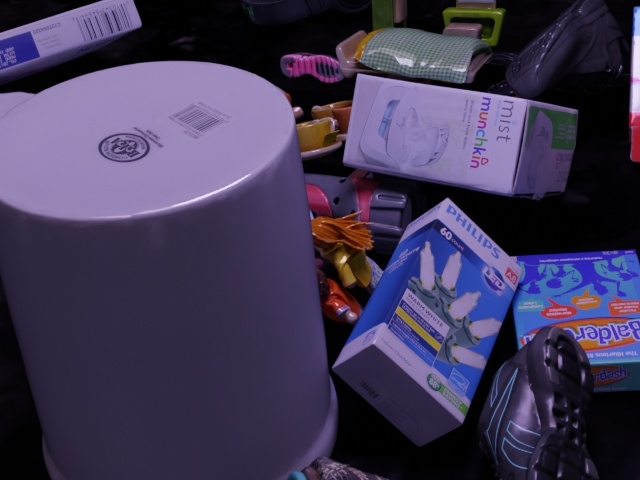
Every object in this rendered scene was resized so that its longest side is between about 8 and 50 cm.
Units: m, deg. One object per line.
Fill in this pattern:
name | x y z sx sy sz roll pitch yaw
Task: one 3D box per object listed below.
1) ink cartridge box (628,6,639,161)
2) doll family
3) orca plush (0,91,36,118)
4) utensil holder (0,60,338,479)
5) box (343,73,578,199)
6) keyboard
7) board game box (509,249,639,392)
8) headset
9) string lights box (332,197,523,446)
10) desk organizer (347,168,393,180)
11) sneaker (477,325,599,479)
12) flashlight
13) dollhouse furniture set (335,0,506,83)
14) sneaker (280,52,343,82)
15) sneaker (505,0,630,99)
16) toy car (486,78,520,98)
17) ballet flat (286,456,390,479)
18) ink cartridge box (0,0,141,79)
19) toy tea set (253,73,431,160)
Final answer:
ink cartridge box | 0.510 -0.213 1.749 0.134 0.078 0.231 3 79 12
doll family | 0.000 0.000 1.470 0.118 0.163 0.263 -47 40 1
orca plush | -0.531 -0.129 1.872 0.151 0.102 0.287 39 46 -14
utensil holder | -0.159 0.056 1.249 0.328 0.385 0.327 -5 35 3
box | 0.191 -0.133 1.613 0.231 0.126 0.262 11 7 25
keyboard | 0.321 -0.279 1.934 0.317 0.033 0.201 16 14 30
board game box | 0.303 0.092 1.423 0.160 0.047 0.210 -4 35 4
headset | 0.045 -0.485 2.268 0.394 0.185 0.243 -23 31 1
string lights box | 0.125 0.086 1.363 0.077 0.133 0.259 -37 15 43
desk organizer | 0.064 -0.098 1.738 0.050 0.047 0.130 13 38 30
sneaker | 0.216 0.215 1.234 0.106 0.101 0.267 -32 32 38
flashlight | -0.015 -0.044 1.636 0.304 0.103 0.103 6 8 23
dollhouse furniture set | 0.152 -0.335 1.775 0.198 0.151 0.301 5 21 17
sneaker | -0.005 -0.295 2.045 0.119 0.047 0.057 13 27 24
sneaker | 0.367 -0.260 1.742 0.286 0.130 0.109 -41 3 -43
toy car | 0.301 -0.199 1.876 0.040 0.060 0.122 23 34 -41
ballet flat | 0.058 0.366 0.987 0.182 0.164 0.482 12 32 -9
ink cartridge box | -0.507 -0.305 2.054 0.324 0.071 0.330 -26 8 -30
toy tea set | 0.014 -0.203 1.769 0.200 0.124 0.336 -2 15 43
